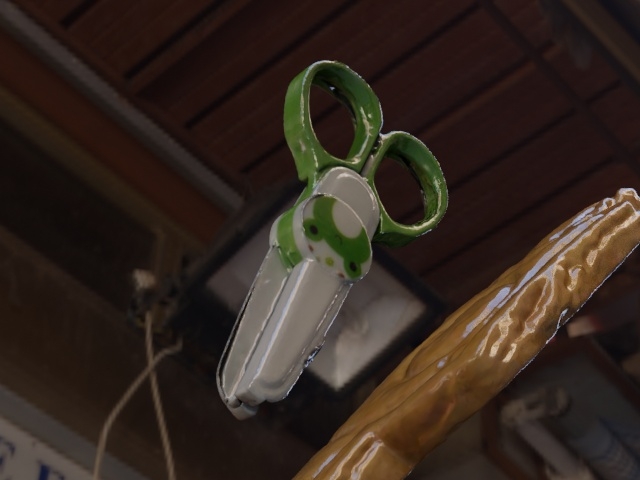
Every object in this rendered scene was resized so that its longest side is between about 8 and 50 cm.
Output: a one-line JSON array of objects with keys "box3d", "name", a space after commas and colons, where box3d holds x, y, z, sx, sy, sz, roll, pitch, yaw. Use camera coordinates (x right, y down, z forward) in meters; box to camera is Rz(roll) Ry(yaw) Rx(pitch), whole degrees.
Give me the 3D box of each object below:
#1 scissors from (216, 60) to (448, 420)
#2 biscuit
[{"box3d": [0.000, 0.000, 0.571, 0.101, 0.204, 0.027, 44, -49, -14], "name": "scissors"}, {"box3d": [0.094, 0.079, 0.846, 0.051, 0.376, 0.269, 47, -27, 5], "name": "biscuit"}]
